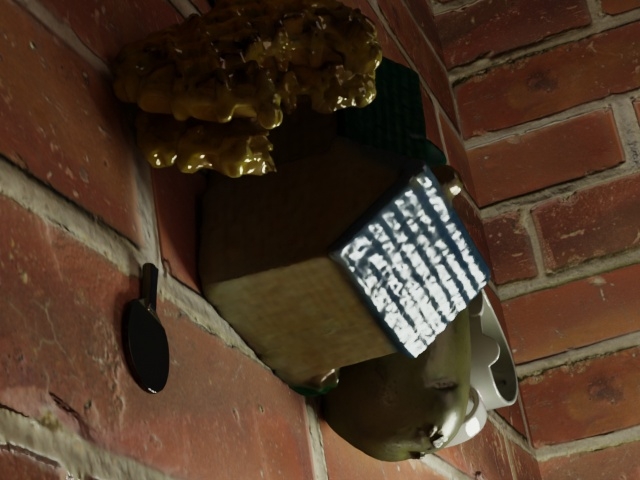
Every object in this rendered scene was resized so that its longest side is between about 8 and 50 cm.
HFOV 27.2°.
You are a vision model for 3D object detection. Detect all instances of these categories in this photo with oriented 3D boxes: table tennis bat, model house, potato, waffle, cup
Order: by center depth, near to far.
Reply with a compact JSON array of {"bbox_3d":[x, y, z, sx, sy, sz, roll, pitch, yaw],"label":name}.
[{"bbox_3d":[-0.189,0.094,1.455,0.095,0.014,0.158,53,27,-49],"label":"table tennis bat"},{"bbox_3d":[-0.085,-0.198,1.611,0.324,0.261,0.151,-35,135,-46],"label":"waffle"},{"bbox_3d":[0.046,-0.043,1.813,0.334,0.342,0.382,53,25,-49],"label":"model house"},{"bbox_3d":[0.108,0.172,1.987,0.221,0.243,0.326,43,47,-51],"label":"potato"},{"bbox_3d":[0.189,0.217,2.188,0.290,0.257,0.219,-90,157,-46],"label":"cup"}]

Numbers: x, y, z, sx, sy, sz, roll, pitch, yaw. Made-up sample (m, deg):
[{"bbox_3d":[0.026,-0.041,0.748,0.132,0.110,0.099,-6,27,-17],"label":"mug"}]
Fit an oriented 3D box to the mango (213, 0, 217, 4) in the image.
[{"bbox_3d":[-0.102,-0.383,2.075,0.295,0.120,0.177,68,11,-47],"label":"mango"}]
